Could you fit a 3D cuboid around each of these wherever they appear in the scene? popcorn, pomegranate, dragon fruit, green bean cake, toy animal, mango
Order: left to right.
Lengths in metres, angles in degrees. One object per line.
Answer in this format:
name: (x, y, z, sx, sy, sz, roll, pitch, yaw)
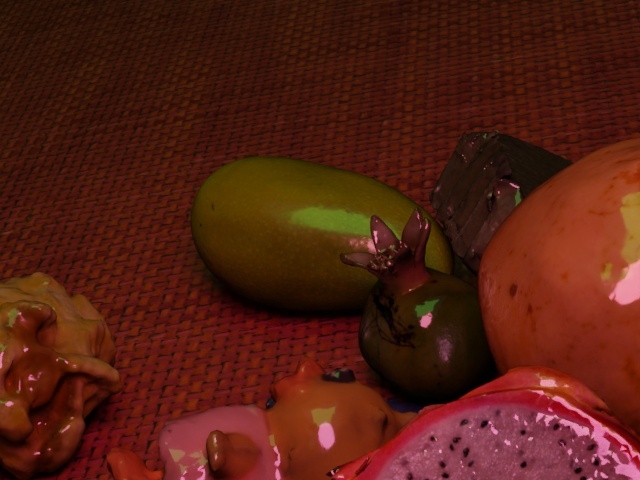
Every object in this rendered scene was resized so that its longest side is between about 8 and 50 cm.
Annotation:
popcorn: (-0.339, 0.134, 1.633, 0.255, 0.194, 0.256, 24, 28, 39)
toy animal: (-0.040, 0.208, 1.402, 0.281, 0.195, 0.169, -25, 72, -10)
mango: (0.000, 0.000, 1.746, 0.343, 0.156, 0.192, 13, 42, 34)
pomegranate: (0.096, 0.069, 1.556, 0.131, 0.191, 0.152, -34, 32, -24)
dragon fruit: (0.163, 0.257, 1.178, 0.306, 0.226, 0.305, -6, 74, 22)
green bean cake: (0.236, -0.010, 1.614, 0.223, 0.125, 0.227, 23, 18, -23)
pomegranate: (0.314, 0.066, 1.368, 0.343, 0.342, 0.342, -10, 31, 6)

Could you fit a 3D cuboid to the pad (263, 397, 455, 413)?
pad: (0.028, 0.236, 1.487, 0.269, 0.012, 0.269, 0, 33, 21)
